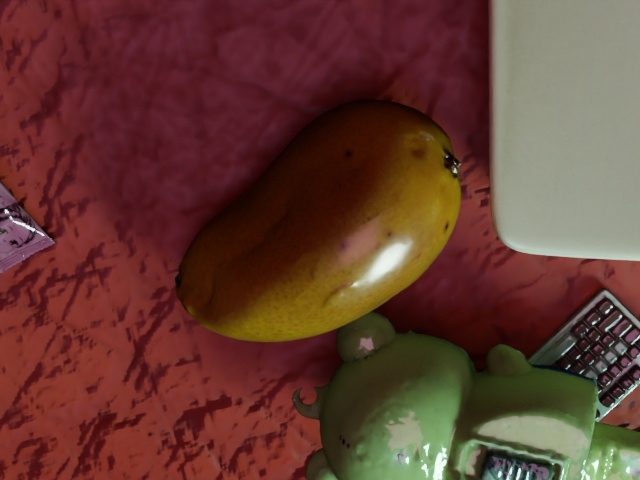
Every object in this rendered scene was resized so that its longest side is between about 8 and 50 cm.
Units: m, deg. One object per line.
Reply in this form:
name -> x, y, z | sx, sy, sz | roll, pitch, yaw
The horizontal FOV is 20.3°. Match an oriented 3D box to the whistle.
whistle -> 0.097, 0.103, 0.910 | 0.227, 0.085, 0.105 | 12, 102, 3

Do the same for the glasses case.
glasses case -> 0.152, -0.160, 0.843 | 0.144, 0.076, 0.336 | 4, 106, 15

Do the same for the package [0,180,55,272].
package -> -0.183, -0.014, 0.923 | 0.059, 0.029, 0.083 | -34, 113, 1

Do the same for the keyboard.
keyboard -> 0.112, 0.101, 0.960 | 0.055, 0.017, 0.166 | 43, 101, -10

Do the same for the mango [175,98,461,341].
mango -> 0.004, 0.001, 0.894 | 0.084, 0.105, 0.159 | 31, 118, -34
